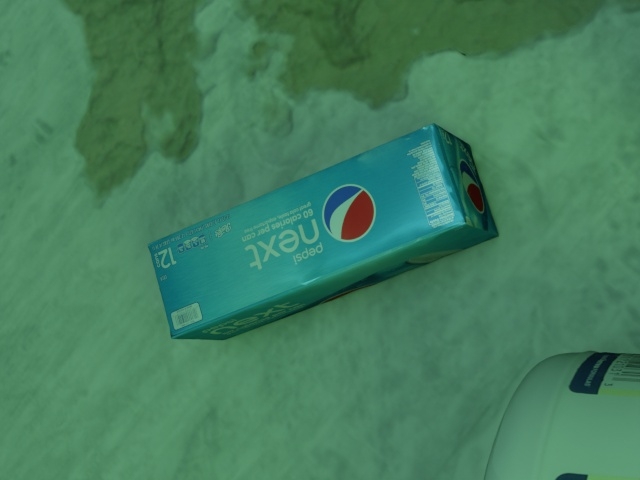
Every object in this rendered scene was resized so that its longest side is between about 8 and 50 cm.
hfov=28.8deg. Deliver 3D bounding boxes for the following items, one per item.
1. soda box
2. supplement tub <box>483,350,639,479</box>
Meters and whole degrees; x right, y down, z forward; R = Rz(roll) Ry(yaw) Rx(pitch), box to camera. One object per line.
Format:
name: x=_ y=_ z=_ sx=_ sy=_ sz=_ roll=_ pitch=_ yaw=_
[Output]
soda box: x=0.000 y=0.000 z=0.794 sx=0.210 sy=0.071 sz=0.067 roll=-21 pitch=76 yaw=21
supplement tub: x=0.251 y=0.173 z=0.566 sx=0.324 sy=0.235 sz=0.235 roll=1 pitch=84 yaw=25
